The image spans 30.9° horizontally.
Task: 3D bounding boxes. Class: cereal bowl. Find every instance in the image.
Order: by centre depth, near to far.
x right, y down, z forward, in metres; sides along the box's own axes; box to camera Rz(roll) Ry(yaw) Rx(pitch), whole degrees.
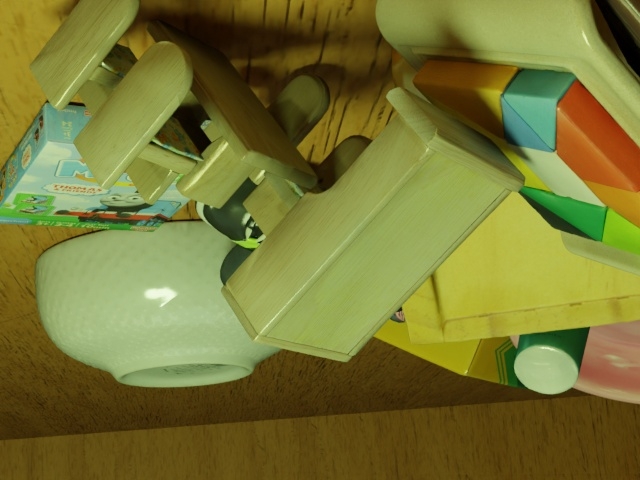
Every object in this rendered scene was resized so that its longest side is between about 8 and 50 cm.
[{"bbox_3d":[-0.164,0.090,1.352,0.339,0.141,0.339,-4,164,-1],"label":"cereal bowl"}]

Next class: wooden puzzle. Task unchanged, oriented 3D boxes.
[{"bbox_3d":[0.146,-0.053,0.692,0.238,0.044,0.221,47,171,-25],"label":"wooden puzzle"}]

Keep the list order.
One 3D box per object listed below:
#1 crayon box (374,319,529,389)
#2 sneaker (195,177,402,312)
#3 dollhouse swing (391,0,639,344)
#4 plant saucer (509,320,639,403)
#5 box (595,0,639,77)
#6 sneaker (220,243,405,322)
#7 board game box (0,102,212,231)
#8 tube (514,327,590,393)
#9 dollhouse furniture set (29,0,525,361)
[{"bbox_3d":[0.138,0.098,1.402,0.203,0.083,0.323,22,179,28],"label":"crayon box"},{"bbox_3d":[0.000,0.000,1.053,0.235,0.097,0.084,21,112,-22],"label":"sneaker"},{"bbox_3d":[0.222,-0.103,0.934,0.347,0.305,0.315,-8,-154,9],"label":"dollhouse swing"},{"bbox_3d":[0.370,0.069,1.256,0.332,0.084,0.332,8,147,6],"label":"plant saucer"},{"bbox_3d":[0.255,-0.118,0.592,0.168,0.167,0.203,-39,156,12],"label":"box"},{"bbox_3d":[0.061,0.036,1.174,0.319,0.131,0.112,-11,140,-6],"label":"sneaker"},{"bbox_3d":[-0.186,-0.057,1.003,0.160,0.039,0.211,3,161,-27],"label":"board game box"},{"bbox_3d":[0.214,0.049,1.024,0.080,0.207,0.052,6,126,16],"label":"tube"},{"bbox_3d":[-0.019,-0.071,0.730,0.161,0.242,0.212,-47,146,17],"label":"dollhouse furniture set"}]
